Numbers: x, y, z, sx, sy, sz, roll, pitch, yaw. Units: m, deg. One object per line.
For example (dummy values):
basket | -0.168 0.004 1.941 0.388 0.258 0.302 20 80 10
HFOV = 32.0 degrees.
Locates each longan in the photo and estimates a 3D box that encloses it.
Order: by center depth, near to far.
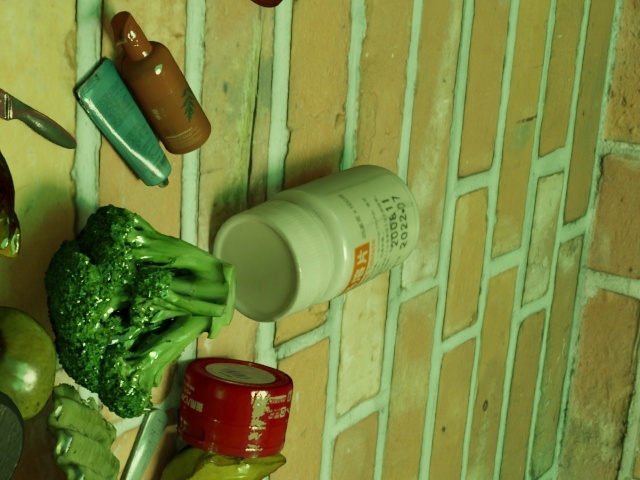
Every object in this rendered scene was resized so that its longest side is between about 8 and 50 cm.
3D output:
longan | -0.419 0.169 1.477 0.176 0.145 0.155 87 12 -59

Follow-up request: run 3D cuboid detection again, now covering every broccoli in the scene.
broccoli | -0.254 0.092 1.564 0.308 0.275 0.308 2 90 -79

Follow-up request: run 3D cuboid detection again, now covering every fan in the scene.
fan | -0.322 0.407 1.832 0.057 0.023 0.282 47 62 -54

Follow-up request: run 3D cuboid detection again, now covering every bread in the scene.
bread | -0.177 0.397 1.945 0.233 0.160 0.088 20 48 -51

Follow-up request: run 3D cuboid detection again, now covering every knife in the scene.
knife | -0.410 -0.173 1.478 0.247 0.018 0.035 33 78 -53

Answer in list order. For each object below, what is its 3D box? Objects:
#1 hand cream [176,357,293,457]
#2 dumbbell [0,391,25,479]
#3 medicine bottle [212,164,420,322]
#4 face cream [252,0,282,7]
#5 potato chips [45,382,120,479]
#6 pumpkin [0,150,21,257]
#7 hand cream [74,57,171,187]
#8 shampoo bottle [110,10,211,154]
hand cream | -0.144 0.280 1.892 0.193 0.193 0.125 1 100 -56
dumbbell | -0.481 0.223 1.342 0.152 0.218 0.152 -30 128 -48
medicine bottle | 0.000 0.000 1.974 0.371 0.211 0.211 -24 122 -50
face cream | -0.046 -0.482 1.819 0.214 0.095 0.096 -55 142 -28
potato chips | -0.324 0.390 1.588 0.429 0.070 0.359 99 -16 -71
pumpkin | -0.426 -0.090 1.382 0.149 0.130 0.254 -62 143 -19
hand cream | -0.284 -0.161 1.651 0.083 0.048 0.224 -55 136 -29
shampoo bottle | -0.242 -0.233 1.640 0.085 0.085 0.244 -58 144 -25
